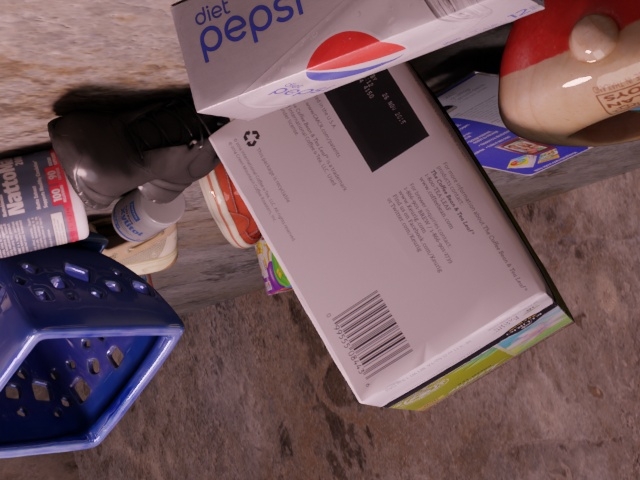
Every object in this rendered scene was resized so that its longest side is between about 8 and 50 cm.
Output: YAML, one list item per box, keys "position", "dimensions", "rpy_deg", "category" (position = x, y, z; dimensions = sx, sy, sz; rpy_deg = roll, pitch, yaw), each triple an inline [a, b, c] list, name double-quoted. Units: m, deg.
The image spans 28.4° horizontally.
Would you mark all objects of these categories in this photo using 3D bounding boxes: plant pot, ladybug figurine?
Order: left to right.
- position: [-0.349, 0.110, 1.537]
  dimensions: [0.236, 0.212, 0.236]
  rpy_deg: [4, 131, -49]
  category: "plant pot"
- position: [0.328, -0.203, 1.292]
  dimensions: [0.305, 0.161, 0.449]
  rpy_deg: [-17, 174, 22]
  category: "ladybug figurine"

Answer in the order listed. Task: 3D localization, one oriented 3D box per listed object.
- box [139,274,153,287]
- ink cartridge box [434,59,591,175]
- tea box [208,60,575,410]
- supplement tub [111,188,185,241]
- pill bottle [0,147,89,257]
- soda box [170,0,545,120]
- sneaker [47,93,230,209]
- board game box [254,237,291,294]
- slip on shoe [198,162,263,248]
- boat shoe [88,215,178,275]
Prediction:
- position: [-0.450, 0.098, 2.171]
  dimensions: [0.300, 0.142, 0.154]
  rpy_deg: [-16, 173, 11]
  category: "box"
- position: [0.245, -0.174, 1.677]
  dimensions: [0.307, 0.072, 0.304]
  rpy_deg: [10, 163, -26]
  category: "ink cartridge box"
- position: [0.091, -0.007, 1.383]
  dimensions: [0.220, 0.329, 0.323]
  rpy_deg: [-33, 163, 10]
  category: "tea box"
- position: [-0.242, -0.042, 1.775]
  dimensions: [0.071, 0.071, 0.107]
  rpy_deg: [-11, 172, -33]
  category: "supplement tub"
- position: [-0.356, -0.034, 1.402]
  dimensions: [0.180, 0.108, 0.108]
  rpy_deg: [-14, 174, -13]
  category: "pill bottle"
- position: [0.027, -0.187, 1.024]
  dimensions: [0.286, 0.098, 0.091]
  rpy_deg: [-17, 173, 24]
  category: "soda box"
- position: [-0.180, -0.106, 1.324]
  dimensions: [0.130, 0.109, 0.286]
  rpy_deg: [-28, 177, 18]
  category: "sneaker"
- position: [0.000, 0.000, 2.377]
  dimensions: [0.144, 0.142, 0.275]
  rpy_deg: [-12, 173, -28]
  category: "board game box"
- position: [-0.098, -0.066, 1.733]
  dimensions: [0.101, 0.123, 0.331]
  rpy_deg: [-19, 169, 0]
  category: "slip on shoe"
- position: [-0.359, 0.012, 1.909]
  dimensions: [0.302, 0.109, 0.098]
  rpy_deg: [-12, 134, -22]
  category: "boat shoe"
